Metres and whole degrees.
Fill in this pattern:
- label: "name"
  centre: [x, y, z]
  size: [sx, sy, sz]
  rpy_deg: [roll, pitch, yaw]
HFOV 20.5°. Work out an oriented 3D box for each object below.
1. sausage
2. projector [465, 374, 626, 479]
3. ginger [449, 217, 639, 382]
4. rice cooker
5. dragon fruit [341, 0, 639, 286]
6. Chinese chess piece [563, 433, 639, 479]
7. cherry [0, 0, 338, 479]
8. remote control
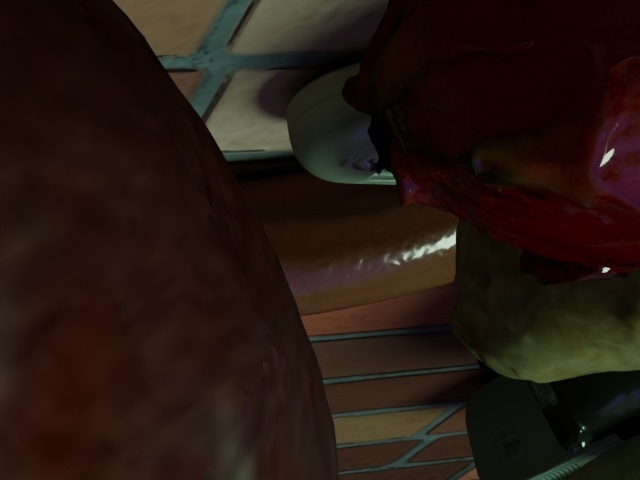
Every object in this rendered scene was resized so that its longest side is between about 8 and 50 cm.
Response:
- label: "sausage"
  centre: [0.000, 0.000, 0.871]
  size: [0.194, 0.077, 0.077]
  rpy_deg: [-8, 160, -8]
- label: "projector"
  centre: [0.266, 0.125, 1.316]
  size: [0.250, 0.108, 0.198]
  rpy_deg: [2, 155, -33]
- label: "ginger"
  centre: [0.206, -0.047, 0.704]
  size: [0.354, 0.190, 0.126]
  rpy_deg: [-36, 123, 9]
- label: "rice cooker"
  centre: [0.190, 0.042, 1.021]
  size: [0.203, 0.118, 0.142]
  rpy_deg: [-20, 166, -8]
- label: "dragon fruit"
  centre: [0.112, -0.069, 0.590]
  size: [0.209, 0.172, 0.172]
  rpy_deg: [-21, 160, 2]
- label: "Chinese chess piece"
  centre: [0.270, 0.146, 1.073]
  size: [0.250, 0.101, 0.250]
  rpy_deg: [-20, 164, -6]
- label: "cherry"
  centre: [-0.159, 0.052, 0.557]
  size: [0.326, 0.291, 0.335]
  rpy_deg: [-12, 124, 46]
- label: "remote control"
  centre: [0.086, -0.050, 0.821]
  size: [0.221, 0.042, 0.078]
  rpy_deg: [2, 156, -32]
